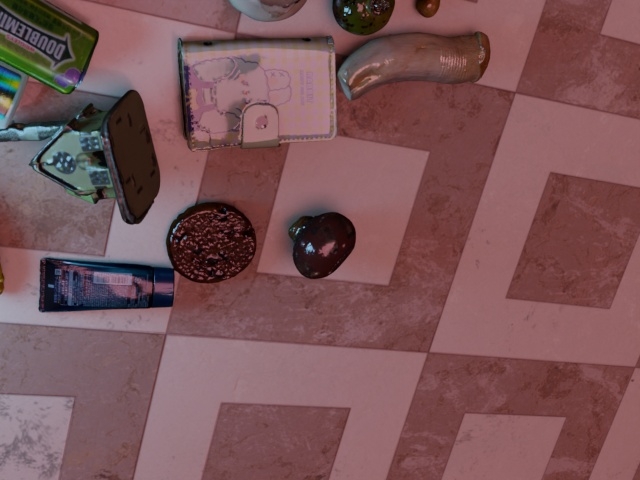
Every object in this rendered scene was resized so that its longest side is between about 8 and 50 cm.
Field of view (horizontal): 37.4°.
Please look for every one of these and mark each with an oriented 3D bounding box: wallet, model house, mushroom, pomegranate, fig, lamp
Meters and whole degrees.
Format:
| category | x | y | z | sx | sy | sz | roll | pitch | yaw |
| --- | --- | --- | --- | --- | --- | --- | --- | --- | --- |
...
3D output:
| category | x | y | z | sx | sy | sz | roll | pitch | yaw |
| --- | --- | --- | --- | --- | --- | --- | --- | --- | --- |
| wallet | -0.122 | -0.294 | 1.867 | 0.309 | 0.077 | 0.223 | -6 | 112 | -17 |
| model house | -0.465 | -0.145 | 1.766 | 0.278 | 0.205 | 0.219 | -4 | 117 | 13 |
| mushroom | 0.193 | -0.366 | 1.942 | 0.351 | 0.095 | 0.123 | -12 | 103 | -20 |
| pomegranate | 0.085 | -0.464 | 1.844 | 0.130 | 0.130 | 0.130 | -9 | 116 | -18 |
| fig | 0.231 | -0.494 | 1.938 | 0.083 | 0.050 | 0.050 | -46 | 123 | -18 |
| lamp | -0.003 | 0.003 | 2.012 | 0.135 | 0.157 | 0.156 | 41 | 59 | 2 |

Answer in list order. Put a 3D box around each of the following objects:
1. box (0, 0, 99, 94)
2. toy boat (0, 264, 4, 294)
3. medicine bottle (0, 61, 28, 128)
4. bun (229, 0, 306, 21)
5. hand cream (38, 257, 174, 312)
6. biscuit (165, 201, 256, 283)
| category | x | y | z | sx | sy | sz | roll | pitch | yaw |
| --- | --- | --- | --- | --- | --- | --- | --- | --- | --- |
| box | -0.549 | -0.382 | 1.603 | 0.345 | 0.097 | 0.134 | 28 | 80 | -38 |
| toy boat | -0.678 | -0.012 | 1.765 | 0.140 | 0.099 | 0.318 | -1 | 122 | 24 |
| medicine bottle | -0.639 | -0.291 | 1.650 | 0.228 | 0.083 | 0.121 | 24 | 83 | -30 |
| bun | -0.104 | -0.486 | 1.758 | 0.172 | 0.120 | 0.173 | 4 | 78 | -19 |
| hand cream | -0.436 | 0.095 | 1.935 | 0.270 | 0.061 | 0.120 | 1 | 111 | -17 |
| biscuit | -0.228 | 0.007 | 1.981 | 0.192 | 0.049 | 0.192 | -5 | 113 | -13 |
